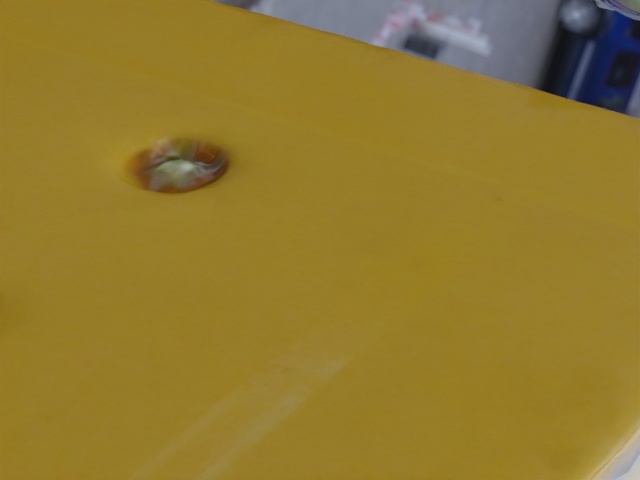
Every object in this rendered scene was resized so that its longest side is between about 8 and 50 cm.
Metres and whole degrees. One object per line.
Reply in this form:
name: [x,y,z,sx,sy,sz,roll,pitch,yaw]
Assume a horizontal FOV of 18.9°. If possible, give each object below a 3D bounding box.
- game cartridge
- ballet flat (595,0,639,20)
game cartridge: [-0.077,0.034,0.417,0.323,0.285,0.053,-38,137,-43]
ballet flat: [0.120,-0.120,0.638,0.079,0.077,0.221,-30,-169,44]
